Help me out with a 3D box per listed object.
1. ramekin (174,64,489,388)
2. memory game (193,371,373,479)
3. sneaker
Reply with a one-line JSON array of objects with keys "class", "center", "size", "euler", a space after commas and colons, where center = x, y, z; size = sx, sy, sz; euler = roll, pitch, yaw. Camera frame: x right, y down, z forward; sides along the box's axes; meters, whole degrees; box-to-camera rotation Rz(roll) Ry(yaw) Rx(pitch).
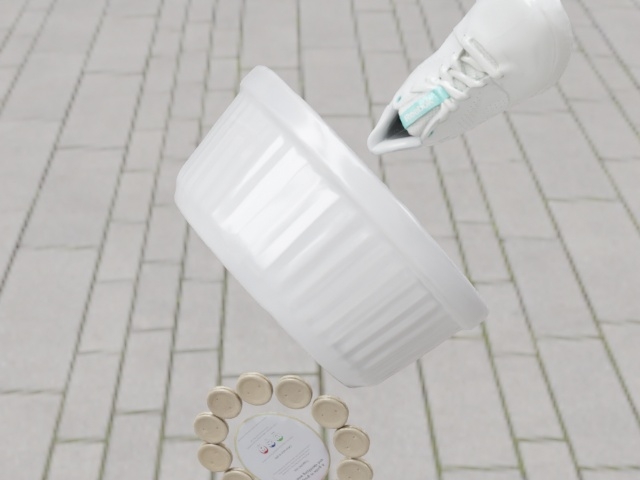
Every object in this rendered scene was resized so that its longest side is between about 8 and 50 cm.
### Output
[{"class": "ramekin", "center": [0.000, 0.000, 1.035], "size": [0.127, 0.273, 0.273], "euler": [-44, 34, 1]}, {"class": "memory game", "center": [-0.037, 0.203, 1.261], "size": [0.186, 0.186, 0.012], "euler": [7, 33, 14]}, {"class": "sneaker", "center": [0.099, -0.110, 0.919], "size": [0.094, 0.212, 0.080], "euler": [-32, 83, -27]}]
